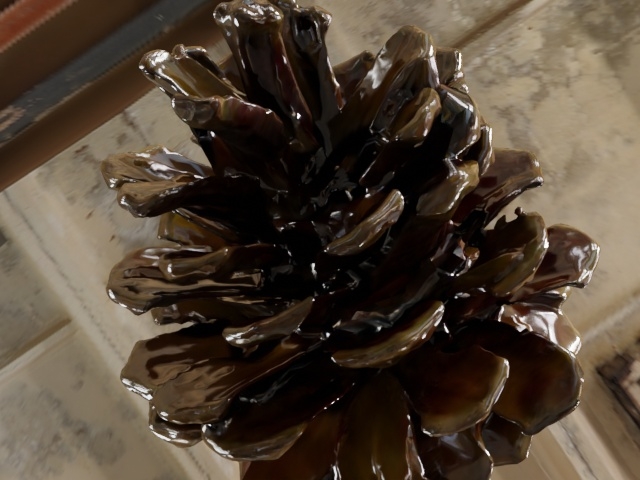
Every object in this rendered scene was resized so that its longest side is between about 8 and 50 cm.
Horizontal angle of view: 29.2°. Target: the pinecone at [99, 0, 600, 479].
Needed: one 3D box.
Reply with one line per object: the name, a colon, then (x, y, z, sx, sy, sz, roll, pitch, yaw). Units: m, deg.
pinecone: (0.000, 0.000, 0.875, 0.384, 0.384, 0.385, 0, -82, -3)
